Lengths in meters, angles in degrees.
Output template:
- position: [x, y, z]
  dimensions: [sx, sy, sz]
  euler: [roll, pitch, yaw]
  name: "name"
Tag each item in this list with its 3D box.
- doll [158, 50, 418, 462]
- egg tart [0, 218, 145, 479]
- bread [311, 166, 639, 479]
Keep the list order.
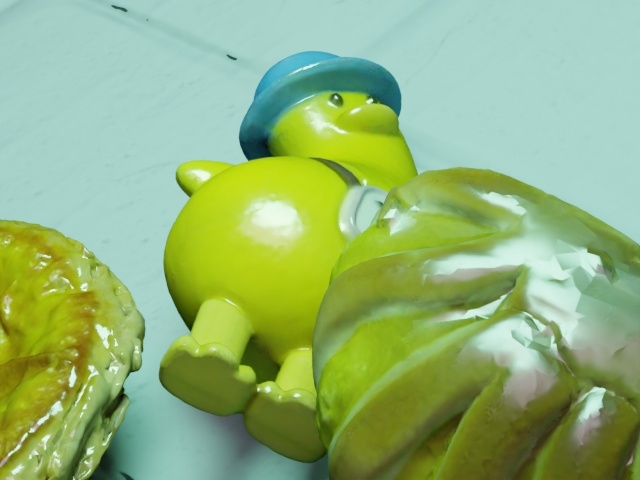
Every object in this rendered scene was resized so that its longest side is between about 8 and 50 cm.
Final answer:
- position: [0.000, 0.000, 1.128]
  dimensions: [0.199, 0.145, 0.363]
  euler: [33, 35, -8]
  name: "doll"
- position: [-0.234, 0.103, 1.071]
  dimensions: [0.294, 0.116, 0.295]
  euler: [-10, 40, 8]
  name: "egg tart"
- position: [0.163, 0.072, 0.920]
  dimensions: [0.333, 0.160, 0.333]
  euler: [2, 50, -2]
  name: "bread"
